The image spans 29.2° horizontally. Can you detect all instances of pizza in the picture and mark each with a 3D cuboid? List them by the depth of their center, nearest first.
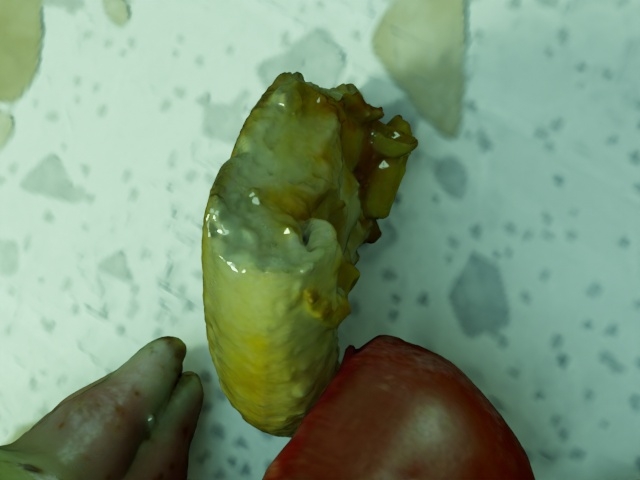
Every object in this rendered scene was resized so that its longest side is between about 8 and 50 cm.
[{"bbox_3d":[0.000,0.000,0.475,0.062,0.182,0.161,10,56,6],"label":"pizza"}]

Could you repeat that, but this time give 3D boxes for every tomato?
[{"bbox_3d":[0.015,0.153,0.426,0.101,0.228,0.228,24,101,14],"label":"tomato"}]

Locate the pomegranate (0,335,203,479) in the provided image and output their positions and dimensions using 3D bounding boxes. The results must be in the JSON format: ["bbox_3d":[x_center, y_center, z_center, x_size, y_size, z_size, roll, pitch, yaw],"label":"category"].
[{"bbox_3d":[-0.126,0.143,0.499,0.214,0.214,0.248,25,65,17],"label":"pomegranate"}]
